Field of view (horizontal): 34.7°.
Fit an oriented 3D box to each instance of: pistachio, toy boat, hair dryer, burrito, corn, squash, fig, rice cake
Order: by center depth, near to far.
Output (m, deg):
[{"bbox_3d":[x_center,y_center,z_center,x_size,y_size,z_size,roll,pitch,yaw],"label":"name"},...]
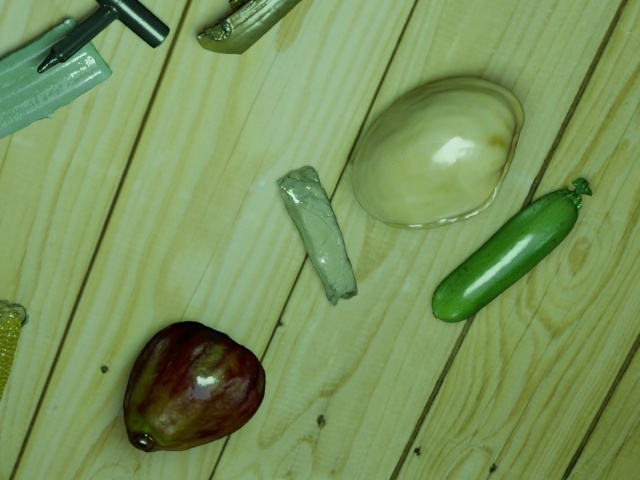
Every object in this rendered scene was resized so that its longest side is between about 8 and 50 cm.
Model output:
[{"bbox_3d":[-0.359,-0.319,1.635,0.173,0.050,0.195,37,77,-21],"label":"hair dryer"},{"bbox_3d":[-0.077,-0.425,1.662,0.321,0.089,0.121,-41,107,7],"label":"toy boat"},{"bbox_3d":[-0.468,-0.259,1.669,0.237,0.043,0.127,-30,114,1],"label":"rice cake"},{"bbox_3d":[0.206,-0.146,1.757,0.321,0.229,0.238,-36,71,9],"label":"pistachio"},{"bbox_3d":[-0.599,0.235,1.803,0.106,0.106,0.293,17,109,-17],"label":"corn"},{"bbox_3d":[-0.232,0.262,1.828,0.263,0.224,0.224,-25,113,2],"label":"fig"},{"bbox_3d":[0.000,0.000,1.853,0.082,0.059,0.275,-27,114,-16],"label":"burrito"},{"bbox_3d":[0.358,0.022,1.914,0.378,0.101,0.101,-41,113,4],"label":"squash"}]
